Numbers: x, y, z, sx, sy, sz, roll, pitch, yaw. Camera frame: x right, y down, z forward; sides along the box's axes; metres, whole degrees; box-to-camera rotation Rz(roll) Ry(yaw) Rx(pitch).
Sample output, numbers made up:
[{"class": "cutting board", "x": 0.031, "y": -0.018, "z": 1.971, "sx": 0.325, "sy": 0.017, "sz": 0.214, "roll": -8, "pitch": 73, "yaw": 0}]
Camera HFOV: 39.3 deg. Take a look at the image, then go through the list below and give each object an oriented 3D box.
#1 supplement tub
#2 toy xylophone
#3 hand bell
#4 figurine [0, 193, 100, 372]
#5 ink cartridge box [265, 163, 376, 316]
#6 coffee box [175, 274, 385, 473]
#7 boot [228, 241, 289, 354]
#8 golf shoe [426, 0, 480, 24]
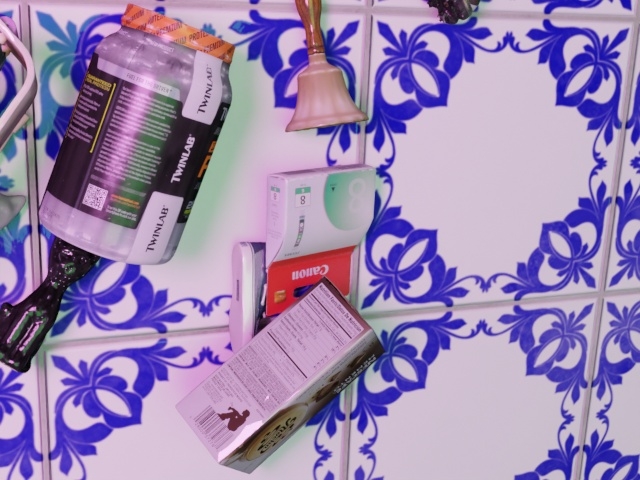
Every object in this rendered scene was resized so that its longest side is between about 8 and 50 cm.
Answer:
[{"class": "supplement tub", "x": -0.239, "y": -0.141, "z": 1.205, "sx": 0.194, "sy": 0.193, "sz": 0.315, "roll": 18, "pitch": 99, "yaw": -24}, {"class": "toy xylophone", "x": -0.446, "y": -0.112, "z": 1.098, "sx": 0.081, "sy": 0.236, "sz": 0.322, "roll": 34, "pitch": 73, "yaw": -13}, {"class": "hand bell", "x": -0.009, "y": -0.287, "z": 1.317, "sx": 0.126, "sy": 0.126, "sz": 0.241, "roll": -11, "pitch": 96, "yaw": -18}, {"class": "figurine", "x": -0.441, "y": 0.042, "z": 1.250, "sx": 0.215, "sy": 0.092, "sz": 0.209, "roll": 37, "pitch": 82, "yaw": -25}, {"class": "ink cartridge box", "x": 0.000, "y": 0.000, "z": 1.385, "sx": 0.181, "sy": 0.056, "sz": 0.224, "roll": -11, "pitch": 108, "yaw": -39}, {"class": "coffee box", "x": -0.053, "y": 0.210, "z": 1.380, "sx": 0.297, "sy": 0.119, "sz": 0.168, "roll": -41, "pitch": 158, "yaw": -5}, {"class": "boot", "x": -0.091, "y": 0.094, "z": 1.399, "sx": 0.086, "sy": 0.069, "sz": 0.189, "roll": -3, "pitch": 106, "yaw": -26}, {"class": "golf shoe", "x": 0.183, "y": -0.430, "z": 1.356, "sx": 0.094, "sy": 0.077, "sz": 0.198, "roll": -43, "pitch": 119, "yaw": -23}]
